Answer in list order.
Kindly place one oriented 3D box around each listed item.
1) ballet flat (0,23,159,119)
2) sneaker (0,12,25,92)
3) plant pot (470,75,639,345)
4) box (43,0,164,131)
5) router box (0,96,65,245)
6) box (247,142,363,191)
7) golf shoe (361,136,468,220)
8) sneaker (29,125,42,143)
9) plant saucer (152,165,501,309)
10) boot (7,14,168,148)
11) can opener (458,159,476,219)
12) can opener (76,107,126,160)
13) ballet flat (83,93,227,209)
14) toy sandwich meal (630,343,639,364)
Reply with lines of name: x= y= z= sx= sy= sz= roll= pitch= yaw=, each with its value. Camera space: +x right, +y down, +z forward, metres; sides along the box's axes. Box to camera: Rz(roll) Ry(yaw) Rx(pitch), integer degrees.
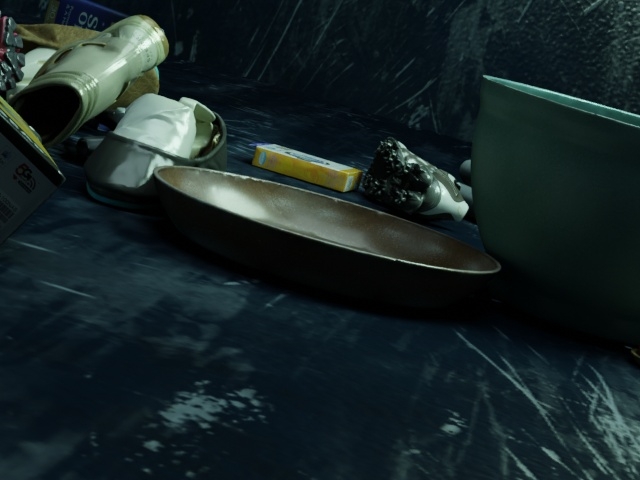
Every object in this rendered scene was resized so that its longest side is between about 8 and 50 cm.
ballet flat: x=-0.355 y=-0.197 z=2.068 sx=0.342 sy=0.116 sz=0.124 roll=18 pitch=29 yaw=18
sneaker: x=-0.425 y=-0.172 z=1.770 sx=0.112 sy=0.121 sz=0.299 roll=-14 pitch=-10 yaw=34
plant pot: x=0.263 y=-0.018 z=1.676 sx=0.293 sy=0.196 sz=0.293 roll=15 pitch=9 yaw=-2
box: x=-0.271 y=-0.211 z=2.163 sx=0.036 sy=0.136 sz=0.225 roll=10 pitch=10 yaw=-41
router box: x=-0.326 y=-0.142 z=1.289 sx=0.309 sy=0.081 sz=0.243 roll=46 pitch=-2 yaw=-20
box: x=-0.022 y=-0.090 z=2.222 sx=0.136 sy=0.028 sz=0.081 roll=15 pitch=8 yaw=13
golf shoe: x=0.113 y=-0.062 z=2.174 sx=0.094 sy=0.077 sz=0.198 roll=24 pitch=11 yaw=-21
sneaker: x=-0.295 y=-0.086 z=1.651 sx=0.109 sy=0.040 sz=0.044 roll=2 pitch=32 yaw=-48
plant saucer: x=0.000 y=0.000 z=1.572 sx=0.310 sy=0.050 sz=0.310 roll=16 pitch=8 yaw=-2
boot: x=-0.270 y=-0.143 z=1.865 sx=0.213 sy=0.077 sz=0.165 roll=-25 pitch=15 yaw=40
can opener: x=0.254 y=-0.026 z=2.234 sx=0.280 sy=0.074 sz=0.093 roll=28 pitch=-20 yaw=50
can opener: x=-0.213 y=-0.111 z=1.874 sx=0.073 sy=0.059 sz=0.186 roll=14 pitch=9 yaw=-13
ballet flat: x=-0.151 y=-0.089 z=1.715 sx=0.095 sy=0.096 sz=0.280 roll=17 pitch=8 yaw=8
toy sandwich meal: x=0.304 y=0.099 z=1.551 sx=0.085 sy=0.029 sz=0.085 roll=16 pitch=8 yaw=-2
